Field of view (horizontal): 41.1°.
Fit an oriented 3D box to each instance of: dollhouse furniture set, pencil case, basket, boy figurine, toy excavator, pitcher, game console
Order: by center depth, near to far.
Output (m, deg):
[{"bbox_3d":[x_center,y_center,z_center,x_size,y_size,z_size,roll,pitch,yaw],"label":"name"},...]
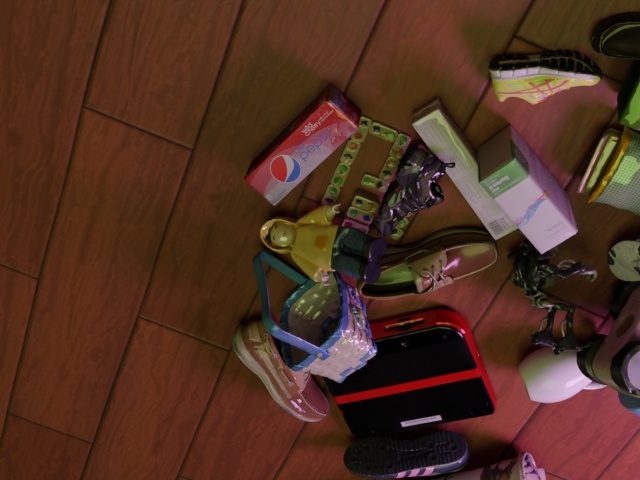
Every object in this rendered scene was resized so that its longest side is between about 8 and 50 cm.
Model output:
[{"bbox_3d":[0.628,-0.161,1.605,0.197,0.151,0.302,20,119,6],"label":"dollhouse furniture set"},{"bbox_3d":[0.835,0.222,1.781,0.445,0.222,0.433,33,84,-5],"label":"toy excavator"},{"bbox_3d":[0.000,0.000,1.828,0.285,0.092,0.177,18,99,27],"label":"boy figurine"},{"bbox_3d":[-0.025,0.161,1.887,0.289,0.255,0.201,28,119,-30],"label":"basket"},{"bbox_3d":[0.574,0.313,1.976,0.207,0.125,0.178,-19,134,7],"label":"pitcher"},{"bbox_3d":[0.203,0.331,2.079,0.386,0.060,0.342,-14,125,18],"label":"game console"},{"bbox_3d":[0.373,0.666,2.185,0.410,0.160,0.183,-24,148,26],"label":"pencil case"}]

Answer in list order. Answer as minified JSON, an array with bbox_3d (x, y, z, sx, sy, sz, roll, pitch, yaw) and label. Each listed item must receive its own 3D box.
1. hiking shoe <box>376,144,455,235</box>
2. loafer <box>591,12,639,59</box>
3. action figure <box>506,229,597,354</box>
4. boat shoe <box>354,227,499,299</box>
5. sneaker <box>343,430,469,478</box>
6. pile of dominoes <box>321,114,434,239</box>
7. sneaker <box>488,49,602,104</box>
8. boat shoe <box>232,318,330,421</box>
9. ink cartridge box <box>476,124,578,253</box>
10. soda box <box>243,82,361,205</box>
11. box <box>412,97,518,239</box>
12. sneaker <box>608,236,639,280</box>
[{"bbox_3d":[0.190,-0.083,1.743,0.114,0.086,0.227,22,132,-1],"label":"hiking shoe"},{"bbox_3d":[0.608,-0.365,1.550,0.220,0.078,0.080,0,122,8],"label":"loafer"},{"bbox_3d":[0.489,0.094,1.814,0.141,0.164,0.276,-18,96,-25],"label":"action figure"},{"bbox_3d":[0.227,0.068,1.860,0.324,0.120,0.123,-14,119,17],"label":"boat shoe"},{"bbox_3d":[0.223,0.567,2.185,0.319,0.112,0.131,-6,145,13],"label":"sneaker"},{"bbox_3d":[0.124,-0.118,1.804,0.196,0.040,0.251,21,123,-5],"label":"pile of dominoes"},{"bbox_3d":[0.426,-0.303,1.625,0.208,0.081,0.094,3,130,14],"label":"sneaker"},{"bbox_3d":[-0.074,0.314,2.066,0.116,0.123,0.324,-32,114,23],"label":"boat shoe"},{"bbox_3d":[0.410,-0.102,1.703,0.093,0.154,0.212,-37,111,27],"label":"ink cartridge box"},{"bbox_3d":[-0.037,-0.193,1.754,0.092,0.083,0.263,40,120,-16],"label":"soda box"},{"bbox_3d":[0.301,-0.143,1.747,0.067,0.063,0.324,-31,113,24],"label":"box"},{"bbox_3d":[0.720,0.013,1.768,0.153,0.094,0.235,-10,159,-26],"label":"sneaker"}]
